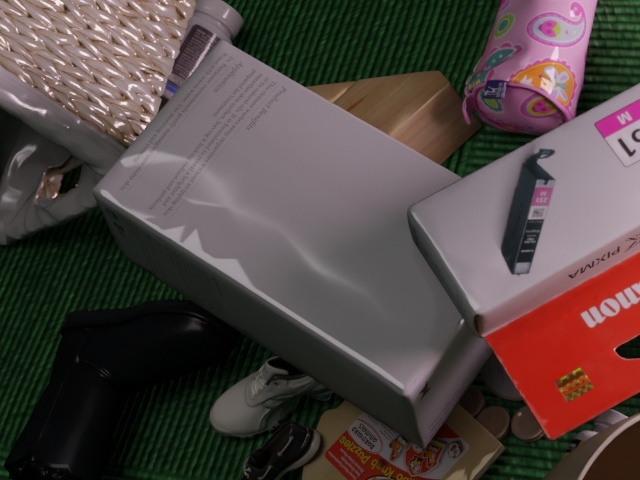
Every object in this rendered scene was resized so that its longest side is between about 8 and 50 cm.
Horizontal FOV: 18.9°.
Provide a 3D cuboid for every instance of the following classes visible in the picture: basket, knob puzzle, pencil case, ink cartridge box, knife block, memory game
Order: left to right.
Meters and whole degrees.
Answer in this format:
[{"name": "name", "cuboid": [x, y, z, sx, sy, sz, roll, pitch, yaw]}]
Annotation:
[{"name": "basket", "cuboid": [-0.373, -0.204, 2.147, 0.328, 0.331, 0.266, -20, 46, 51]}, {"name": "knife block", "cuboid": [0.015, -0.045, 2.018, 0.275, 0.088, 0.242, -5, 60, 29]}, {"name": "knob puzzle", "cuboid": [0.063, 0.225, 1.854, 0.213, 0.030, 0.213, -15, 55, 23]}, {"name": "memory game", "cuboid": [0.198, 0.111, 1.854, 0.186, 0.012, 0.186, -16, 54, 23]}, {"name": "pencil case", "cuboid": [0.232, -0.242, 1.986, 0.124, 0.124, 0.284, 4, 65, 33]}, {"name": "ink cartridge box", "cuboid": [0.252, 0.009, 1.693, 0.275, 0.060, 0.239, -28, 61, -8]}]

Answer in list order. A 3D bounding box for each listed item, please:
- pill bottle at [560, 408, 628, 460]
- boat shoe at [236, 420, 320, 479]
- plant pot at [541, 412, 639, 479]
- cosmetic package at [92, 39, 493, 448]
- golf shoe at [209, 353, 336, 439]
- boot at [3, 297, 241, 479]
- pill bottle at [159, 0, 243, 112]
[{"name": "pill bottle", "cuboid": [0.245, 0.211, 1.726, 0.065, 0.065, 0.116, 24, 75, 40]}, {"name": "boat shoe", "cuboid": [-0.054, 0.221, 1.902, 0.125, 0.038, 0.046, -40, 32, 31]}, {"name": "plant pot", "cuboid": [0.257, 0.284, 1.568, 0.191, 0.284, 0.284, -23, 43, 60]}, {"name": "cosmetic package", "cuboid": [0.000, 0.000, 1.852, 0.385, 0.156, 0.217, 34, 73, 21]}, {"name": "golf shoe", "cuboid": [-0.047, 0.140, 1.940, 0.176, 0.086, 0.069, -26, 53, 18]}, {"name": "boot", "cuboid": [-0.208, 0.172, 2.011, 0.246, 0.094, 0.207, -5, 55, 37]}, {"name": "pill bottle", "cuboid": [-0.150, -0.213, 2.234, 0.078, 0.078, 0.137, 19, 72, 38]}]
